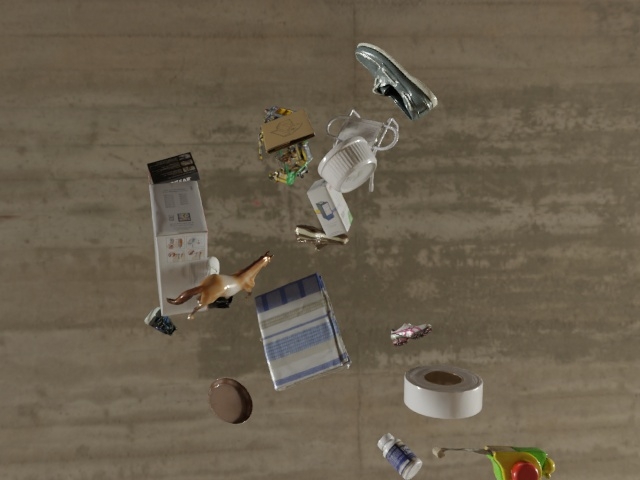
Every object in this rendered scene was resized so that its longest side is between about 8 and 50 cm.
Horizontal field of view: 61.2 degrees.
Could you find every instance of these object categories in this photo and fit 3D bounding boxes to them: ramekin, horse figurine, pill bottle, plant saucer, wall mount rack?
[{"bbox_3d":[0.104,-0.263,1.939,0.207,0.109,0.207,-32,164,-10],"label":"ramekin"},{"bbox_3d":[-0.250,0.123,1.383,0.263,0.066,0.174,-13,153,-35],"label":"horse figurine"},{"bbox_3d":[0.307,0.842,2.124,0.094,0.094,0.169,-5,-147,-44],"label":"pill bottle"},{"bbox_3d":[-0.301,0.533,1.785,0.168,0.168,0.029,-7,145,-52],"label":"plant saucer"},{"bbox_3d":[0.169,-0.388,2.281,0.350,0.304,0.130,22,173,33],"label":"wall mount rack"}]

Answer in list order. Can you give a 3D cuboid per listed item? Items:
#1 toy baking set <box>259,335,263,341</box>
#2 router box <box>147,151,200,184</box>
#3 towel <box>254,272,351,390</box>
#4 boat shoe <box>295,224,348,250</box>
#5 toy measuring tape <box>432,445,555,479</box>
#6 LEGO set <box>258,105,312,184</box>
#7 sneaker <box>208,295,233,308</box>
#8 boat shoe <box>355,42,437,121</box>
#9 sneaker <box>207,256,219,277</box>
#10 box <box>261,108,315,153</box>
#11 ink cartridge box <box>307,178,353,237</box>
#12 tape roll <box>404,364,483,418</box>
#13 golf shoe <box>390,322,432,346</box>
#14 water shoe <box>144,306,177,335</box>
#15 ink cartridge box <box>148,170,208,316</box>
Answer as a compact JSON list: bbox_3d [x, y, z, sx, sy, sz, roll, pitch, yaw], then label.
[{"bbox_3d":[-0.112,0.334,2.155,0.256,0.030,0.196,-5,-144,4],"label":"toy baking set"},{"bbox_3d":[-0.579,-0.271,2.132,0.179,0.046,0.133,-18,-128,-13],"label":"router box"},{"bbox_3d":[-0.055,0.239,1.436,0.209,0.285,0.034,-22,147,4],"label":"towel"},{"bbox_3d":[0.004,-0.001,2.387,0.257,0.095,0.095,14,-165,30],"label":"boat shoe"},{"bbox_3d":[0.460,0.606,1.429,0.330,0.121,0.121,4,-176,-6],"label":"toy measuring tape"},{"bbox_3d":[-0.183,-0.415,2.329,0.192,0.255,0.331,21,154,32],"label":"LEGO set"},{"bbox_3d":[-0.359,0.219,1.995,0.089,0.051,0.170,-10,-172,6],"label":"sneaker"},{"bbox_3d":[0.209,-0.487,1.661,0.319,0.099,0.116,44,180,16],"label":"boat shoe"},{"bbox_3d":[-0.417,0.146,2.016,0.090,0.235,0.095,36,131,-24],"label":"sneaker"},{"bbox_3d":[-0.111,-0.365,1.797,0.164,0.021,0.201,-21,-144,3],"label":"box"},{"bbox_3d":[0.042,-0.140,2.196,0.093,0.212,0.154,-17,-161,20],"label":"ink cartridge box"},{"bbox_3d":[0.449,0.550,1.993,0.286,0.100,0.286,-1,-173,0],"label":"tape roll"},{"bbox_3d":[0.384,0.386,2.319,0.186,0.086,0.067,-24,146,21],"label":"golf shoe"},{"bbox_3d":[-0.561,0.292,1.937,0.080,0.073,0.203,33,166,9],"label":"water shoe"},{"bbox_3d":[-0.389,0.001,1.478,0.130,0.309,0.272,-6,-134,-18],"label":"ink cartridge box"}]
